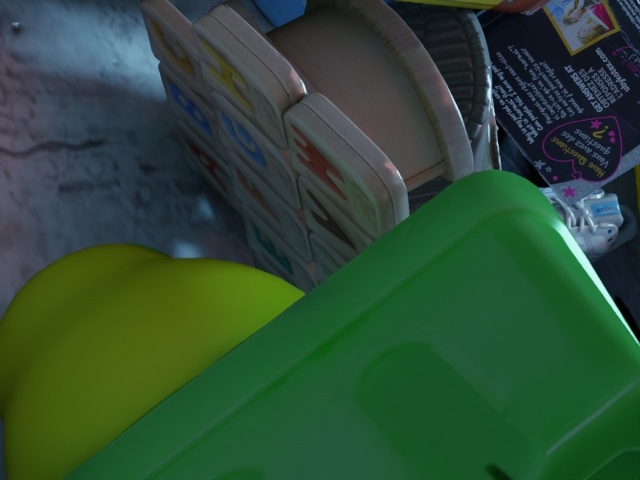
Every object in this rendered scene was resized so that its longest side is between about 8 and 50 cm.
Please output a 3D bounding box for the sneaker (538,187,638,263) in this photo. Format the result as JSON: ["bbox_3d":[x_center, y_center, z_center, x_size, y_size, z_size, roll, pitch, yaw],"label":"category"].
[{"bbox_3d":[0.182,-0.017,1.443,0.191,0.083,0.071,2,69,-57],"label":"sneaker"}]

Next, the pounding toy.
[{"bbox_3d":[0.038,-0.084,1.051,0.154,0.155,0.269,57,-15,18],"label":"pounding toy"}]

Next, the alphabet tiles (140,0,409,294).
[{"bbox_3d":[0.000,0.000,0.989,0.278,0.021,0.284,45,-16,25],"label":"alphabet tiles"}]

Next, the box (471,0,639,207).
[{"bbox_3d":[0.189,-0.167,1.452,0.163,0.142,0.247,49,20,-24],"label":"box"}]

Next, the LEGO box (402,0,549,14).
[{"bbox_3d":[-0.023,-0.346,1.118,0.500,0.193,0.372,-3,61,-53],"label":"LEGO box"}]

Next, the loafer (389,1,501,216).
[{"bbox_3d":[0.075,-0.042,1.280,0.087,0.094,0.251,53,36,-76],"label":"loafer"}]

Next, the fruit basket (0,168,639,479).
[{"bbox_3d":[-0.017,0.144,0.812,0.283,0.392,0.392,55,31,-19],"label":"fruit basket"}]

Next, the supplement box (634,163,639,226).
[{"bbox_3d":[0.364,-0.046,1.575,0.356,0.195,0.194,-86,163,-45],"label":"supplement box"}]

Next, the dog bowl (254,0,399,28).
[{"bbox_3d":[0.028,-0.239,1.358,0.166,0.074,0.297,62,29,-6],"label":"dog bowl"}]
